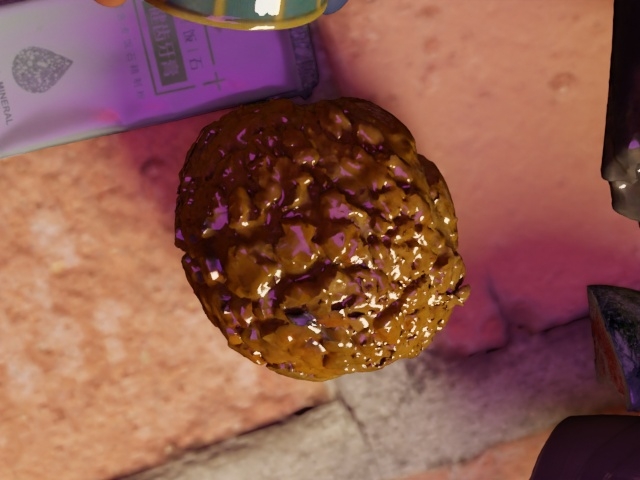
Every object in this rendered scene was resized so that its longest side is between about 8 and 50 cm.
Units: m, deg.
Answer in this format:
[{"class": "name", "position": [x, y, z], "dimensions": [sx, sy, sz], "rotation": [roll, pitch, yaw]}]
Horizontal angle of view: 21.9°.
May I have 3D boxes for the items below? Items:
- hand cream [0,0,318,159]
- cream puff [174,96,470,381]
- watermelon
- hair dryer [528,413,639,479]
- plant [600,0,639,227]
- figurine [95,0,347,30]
[{"class": "hand cream", "position": [-0.141, -0.090, 0.891], "dimensions": [0.275, 0.050, 0.079], "rotation": [-13, 129, -1]}, {"class": "cream puff", "position": [0.000, 0.000, 0.867], "dimensions": [0.165, 0.115, 0.150], "rotation": [24, 104, -4]}, {"class": "watermelon", "position": [0.171, 0.069, 0.914], "dimensions": [0.085, 0.085, 0.061], "rotation": [30, 135, -6]}, {"class": "hair dryer", "position": [0.209, 0.286, 0.834], "dimensions": [0.301, 0.121, 0.361], "rotation": [21, 90, 20]}, {"class": "plant", "position": [0.222, -0.117, 0.804], "dimensions": [0.164, 0.142, 0.256], "rotation": [14, 69, 32]}, {"class": "figurine", "position": [-0.034, -0.235, 0.765], "dimensions": [0.161, 0.158, 0.275], "rotation": [-4, 120, -15]}]
